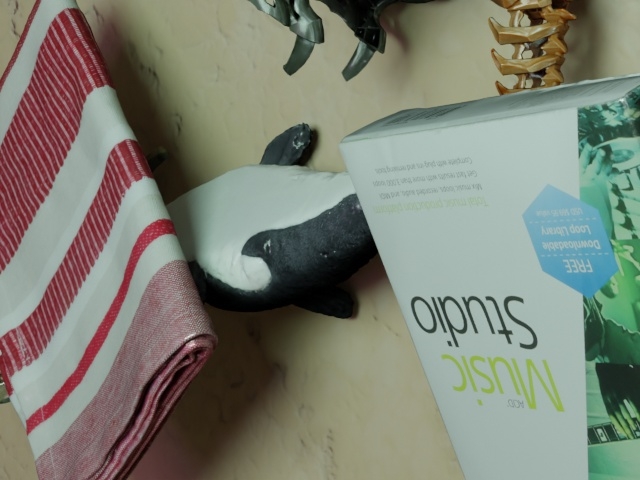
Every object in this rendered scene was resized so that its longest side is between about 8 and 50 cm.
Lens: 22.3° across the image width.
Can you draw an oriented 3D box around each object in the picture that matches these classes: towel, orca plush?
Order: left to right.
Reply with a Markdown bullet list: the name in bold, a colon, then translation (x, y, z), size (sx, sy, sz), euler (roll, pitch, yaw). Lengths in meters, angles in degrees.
- **towel**: translation (-0.180, 0.009, 1.132), size (0.237, 0.037, 0.329), euler (-55, 47, 38)
- **orca plush**: translation (0.000, 0.000, 1.063), size (0.287, 0.102, 0.151), euler (-24, 33, 39)

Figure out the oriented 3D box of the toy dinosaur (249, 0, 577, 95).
- **toy dinosaur**: translation (0.061, -0.196, 0.926), size (0.218, 0.164, 0.322), euler (-23, 57, 28)

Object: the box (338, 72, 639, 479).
- **box**: translation (0.142, 0.079, 0.827), size (0.232, 0.058, 0.322), euler (-4, 111, 59)

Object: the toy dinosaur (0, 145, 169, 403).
- **toy dinosaur**: translation (-0.202, 0.003, 1.264), size (0.118, 0.064, 0.268), euler (47, 120, 27)
